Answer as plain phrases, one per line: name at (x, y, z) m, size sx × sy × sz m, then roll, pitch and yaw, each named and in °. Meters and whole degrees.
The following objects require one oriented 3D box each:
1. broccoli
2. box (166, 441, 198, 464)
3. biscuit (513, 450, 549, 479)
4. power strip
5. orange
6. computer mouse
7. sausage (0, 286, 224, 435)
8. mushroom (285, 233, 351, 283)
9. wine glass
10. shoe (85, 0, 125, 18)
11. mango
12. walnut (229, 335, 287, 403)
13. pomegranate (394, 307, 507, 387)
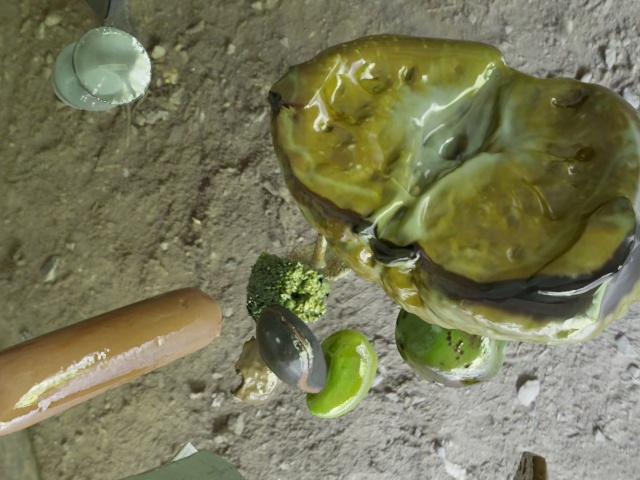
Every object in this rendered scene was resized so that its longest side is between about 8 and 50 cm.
broccoli at (-0.081, 0.109, 1.418) m, size 0.242 × 0.273 × 0.180 m, roll 29°, pitch 132°, yaw 44°
box at (-0.193, 0.357, 0.777) m, size 0.083 × 0.054 × 0.024 m, roll 48°, pitch 129°, yaw -3°
biscuit at (0.459, 0.656, 1.156) m, size 0.046 × 0.359 × 0.358 m, roll 11°, pitch 90°, yaw 17°
power strip at (-0.161, 0.289, 0.582) m, size 0.080 × 0.227 × 0.029 m, roll 28°, pitch 90°, yaw 23°
orange at (0.135, -0.053, 0.516) m, size 0.369 × 0.210 × 0.271 m, roll 33°, pitch 75°, yaw 20°
computer mouse at (-0.075, 0.266, 1.208) m, size 0.116 × 0.323 × 0.183 m, roll -38°, pitch 60°, yaw -16°
sausage at (-0.235, 0.123, 0.583) m, size 0.086 × 0.289 × 0.086 m, roll 15°, pitch 113°, yaw 39°
mushroom at (0.011, 0.009, 1.709) m, size 0.233 × 0.208 × 0.301 m, roll 22°, pitch 95°, yaw 24°
wine glass at (-0.294, -0.215, 0.668) m, size 0.202 × 0.093 × 0.092 m, roll 13°, pitch 90°, yaw 55°
shoe at (-0.228, -0.354, 0.585) m, size 0.108 × 0.093 × 0.241 m, roll 53°, pitch 152°, yaw -11°
mango at (0.067, 0.399, 1.534) m, size 0.186 × 0.149 × 0.272 m, roll 20°, pitch 77°, yaw -13°
walnut at (-0.162, 0.390, 1.481) m, size 0.141 × 0.238 × 0.204 m, roll 32°, pitch 84°, yaw 22°
pomegranate at (0.291, 0.164, 1.033) m, size 0.231 × 0.231 × 0.286 m, roll 41°, pitch 87°, yaw 22°
